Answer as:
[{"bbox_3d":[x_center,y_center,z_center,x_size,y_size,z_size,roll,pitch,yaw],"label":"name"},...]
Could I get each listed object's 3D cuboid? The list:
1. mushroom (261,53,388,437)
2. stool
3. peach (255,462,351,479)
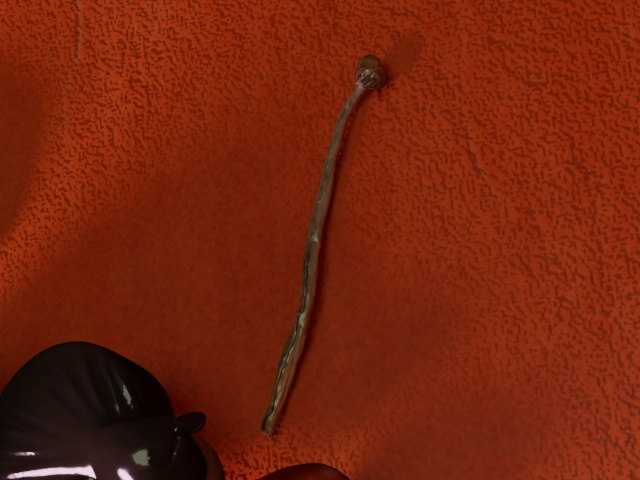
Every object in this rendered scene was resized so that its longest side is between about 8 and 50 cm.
[{"bbox_3d":[-0.001,0.001,1.295,0.026,0.028,0.286,18,79,-6],"label":"mushroom"},{"bbox_3d":[-0.136,0.145,1.255,0.217,0.121,0.125,13,76,38],"label":"stool"},{"bbox_3d":[-0.011,0.194,1.177,0.100,0.101,0.101,-13,64,28],"label":"peach"}]
